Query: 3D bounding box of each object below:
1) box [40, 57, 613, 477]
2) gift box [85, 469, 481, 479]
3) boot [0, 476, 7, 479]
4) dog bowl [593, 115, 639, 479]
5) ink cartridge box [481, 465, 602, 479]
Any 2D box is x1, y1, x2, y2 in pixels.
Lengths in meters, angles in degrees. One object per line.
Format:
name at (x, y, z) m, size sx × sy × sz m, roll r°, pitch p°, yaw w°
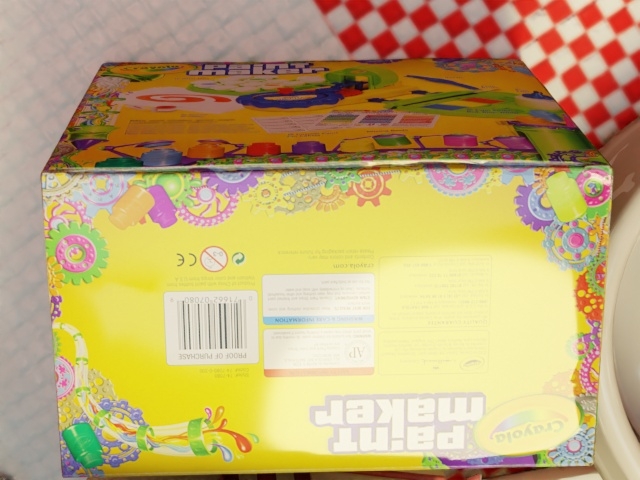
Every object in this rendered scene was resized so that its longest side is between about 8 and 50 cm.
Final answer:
box at (0.000, 0.000, 0.865) m, size 0.290 × 0.279 × 0.177 m, roll -1°, pitch 109°, yaw -1°
gift box at (-0.029, 0.231, 0.855) m, size 0.255 × 0.258 × 0.276 m, roll 11°, pitch 93°, yaw -2°
boot at (-0.235, 0.271, 1.037) m, size 0.069 × 0.086 × 0.190 m, roll -15°, pitch 100°, yaw 4°
dog bowl at (0.315, 0.060, 0.931) m, size 0.349 × 0.102 × 0.348 m, roll 0°, pitch 90°, yaw -2°
ink cartridge box at (0.114, 0.257, 1.031) m, size 0.219 × 0.092 × 0.160 m, roll -12°, pitch 85°, yaw 2°
